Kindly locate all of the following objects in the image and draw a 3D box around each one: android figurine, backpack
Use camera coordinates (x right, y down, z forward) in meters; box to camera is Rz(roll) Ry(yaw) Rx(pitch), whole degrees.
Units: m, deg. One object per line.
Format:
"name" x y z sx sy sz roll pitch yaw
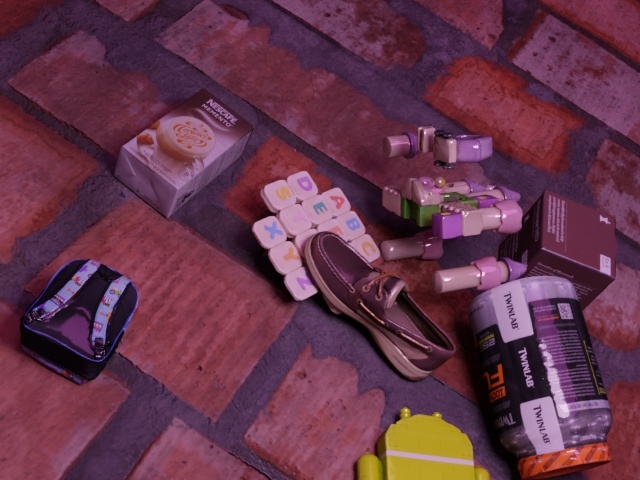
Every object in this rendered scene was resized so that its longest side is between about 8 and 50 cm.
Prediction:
"android figurine" 0.181 0.416 1.616 0.248 0.056 0.273 9 54 -16
"backpack" -0.390 0.124 1.550 0.158 0.117 0.173 27 49 -2

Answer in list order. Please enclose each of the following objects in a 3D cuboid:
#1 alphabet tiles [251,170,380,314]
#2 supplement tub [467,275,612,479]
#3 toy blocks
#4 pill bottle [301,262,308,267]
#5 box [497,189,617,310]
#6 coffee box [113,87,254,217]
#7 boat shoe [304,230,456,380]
"alphabet tiles" 0.000 0.000 1.820 0.278 0.021 0.284 -25 80 -48
"supplement tub" 0.403 0.251 1.718 0.207 0.207 0.338 -1 67 -24
"toy blocks" 0.289 -0.083 1.816 0.260 0.309 0.288 -8 18 -21
"pill bottle" -0.051 0.036 1.814 0.083 0.043 0.043 38 49 8
"box" 0.480 0.041 1.934 0.167 0.203 0.168 21 49 -7
"coffee box" -0.264 -0.175 1.845 0.141 0.098 0.246 38 49 7
"boat shoe" 0.116 0.102 1.741 0.342 0.123 0.123 50 43 2
